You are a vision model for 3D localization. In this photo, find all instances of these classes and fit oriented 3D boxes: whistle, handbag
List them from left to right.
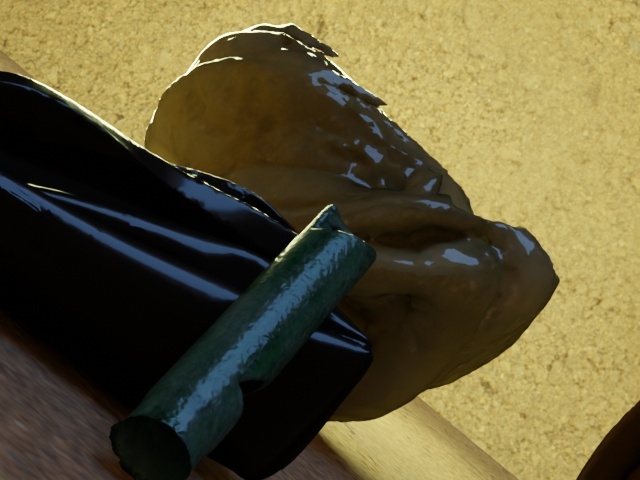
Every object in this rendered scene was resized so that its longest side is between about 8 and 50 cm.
[{"bbox_3d":[-0.118,-0.007,0.894,0.257,0.113,0.285,31,4,-21],"label":"handbag"},{"bbox_3d":[-0.027,0.041,0.743,0.039,0.039,0.186,39,39,3],"label":"whistle"}]

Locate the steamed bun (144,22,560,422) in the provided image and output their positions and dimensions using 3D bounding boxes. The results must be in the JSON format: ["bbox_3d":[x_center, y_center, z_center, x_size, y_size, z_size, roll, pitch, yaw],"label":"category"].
[{"bbox_3d":[0.000,0.001,1.348,0.372,0.230,0.325,42,1,28],"label":"steamed bun"}]

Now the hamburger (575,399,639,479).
[{"bbox_3d":[0.240,0.183,0.723,0.212,0.274,0.274,35,3,-40],"label":"hamburger"}]
